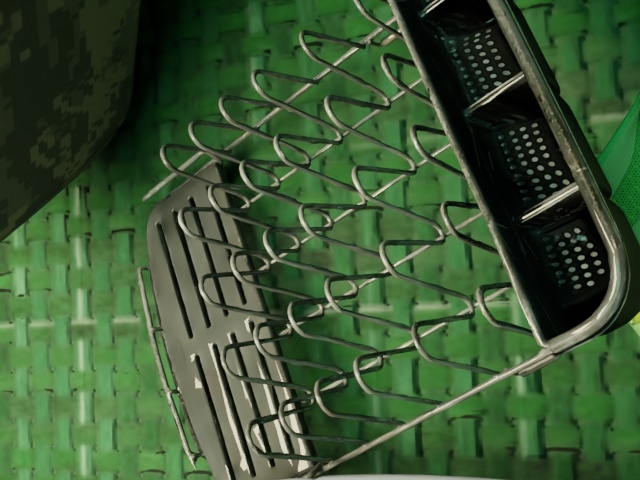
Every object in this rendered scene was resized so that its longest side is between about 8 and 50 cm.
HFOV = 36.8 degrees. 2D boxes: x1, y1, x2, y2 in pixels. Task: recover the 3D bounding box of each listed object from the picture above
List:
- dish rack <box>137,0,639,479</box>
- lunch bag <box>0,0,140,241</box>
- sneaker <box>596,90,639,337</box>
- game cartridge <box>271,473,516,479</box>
[{"bbox_3d":[0.000,0.000,0.444,0.271,0.074,0.208,-34,62,31],"label":"dish rack"},{"bbox_3d":[-0.239,-0.159,0.456,0.256,0.212,0.305,29,140,14],"label":"lunch bag"},{"bbox_3d":[0.175,0.013,0.401,0.124,0.109,0.295,10,96,53],"label":"sneaker"},{"bbox_3d":[0.090,0.176,0.383,0.294,0.060,0.196,-1,124,24],"label":"game cartridge"}]
